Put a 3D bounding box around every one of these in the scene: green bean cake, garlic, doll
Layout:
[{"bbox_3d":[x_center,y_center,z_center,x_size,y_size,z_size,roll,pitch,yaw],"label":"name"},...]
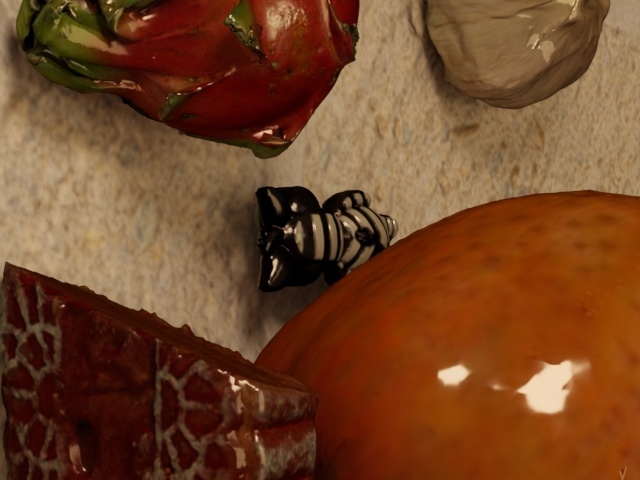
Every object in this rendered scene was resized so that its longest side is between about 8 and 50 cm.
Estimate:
[{"bbox_3d":[-0.115,0.120,1.290,0.097,0.232,0.198,-5,98,-57],"label":"green bean cake"},{"bbox_3d":[0.213,-0.230,1.749,0.218,0.212,0.219,9,79,-49],"label":"garlic"},{"bbox_3d":[0.000,0.000,1.584,0.219,0.067,0.091,4,84,-59],"label":"doll"}]

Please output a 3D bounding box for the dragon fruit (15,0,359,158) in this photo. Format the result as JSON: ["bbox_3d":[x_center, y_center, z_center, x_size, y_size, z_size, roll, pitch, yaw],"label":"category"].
[{"bbox_3d":[-0.085,-0.178,1.384,0.269,0.198,0.200,19,86,-38],"label":"dragon fruit"}]

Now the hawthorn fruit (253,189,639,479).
[{"bbox_3d":[0.167,0.180,1.495,0.472,0.471,0.472,-1,91,-54],"label":"hawthorn fruit"}]
